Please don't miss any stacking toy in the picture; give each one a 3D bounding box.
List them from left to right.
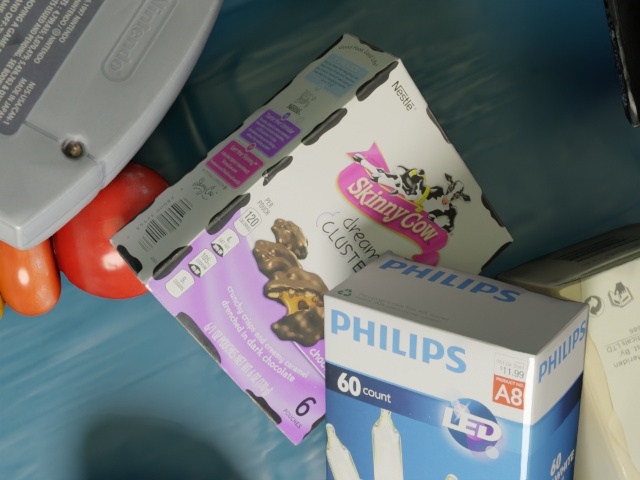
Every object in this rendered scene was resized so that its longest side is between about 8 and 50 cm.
[{"bbox_3d":[-0.248,0.011,0.729,0.330,0.141,0.141,-12,92,-10],"label":"stacking toy"}]

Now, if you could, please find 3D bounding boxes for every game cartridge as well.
[{"bbox_3d":[-0.169,-0.147,0.713,0.196,0.060,0.294,27,66,1],"label":"game cartridge"}]

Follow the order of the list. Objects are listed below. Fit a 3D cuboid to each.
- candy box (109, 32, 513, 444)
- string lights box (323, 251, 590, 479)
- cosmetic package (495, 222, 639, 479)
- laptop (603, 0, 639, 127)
[{"bbox_3d":[0.000,0.000,0.723,0.196,0.070,0.165,-42,125,-6],"label":"candy box"},{"bbox_3d":[0.076,0.149,0.697,0.133,0.077,0.260,14,118,31],"label":"string lights box"},{"bbox_3d":[0.228,0.149,0.740,0.113,0.160,0.309,-20,91,-3],"label":"cosmetic package"},{"bbox_3d":[0.264,-0.223,0.721,0.136,0.264,0.234,-6,107,31],"label":"laptop"}]
